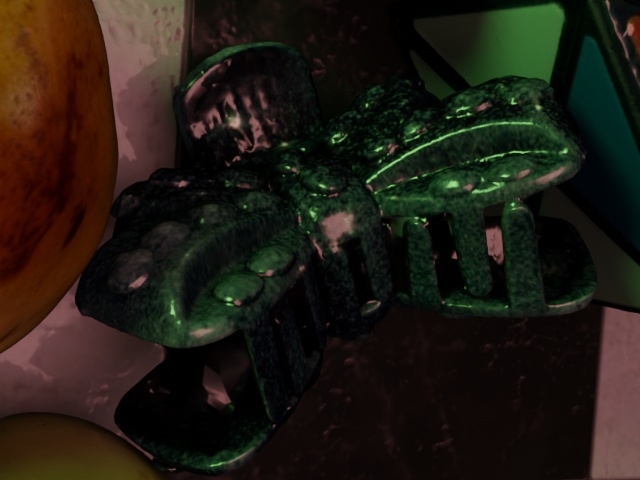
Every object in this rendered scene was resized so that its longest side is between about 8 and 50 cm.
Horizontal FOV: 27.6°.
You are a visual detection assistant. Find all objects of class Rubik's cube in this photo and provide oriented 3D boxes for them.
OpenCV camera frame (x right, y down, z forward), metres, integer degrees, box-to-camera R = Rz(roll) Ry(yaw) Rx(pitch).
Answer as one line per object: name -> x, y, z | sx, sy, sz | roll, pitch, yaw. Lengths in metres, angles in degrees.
Rubik's cube -> 0.236, -0.114, 0.872 | 0.248, 0.246, 0.250 | -33, 107, -19

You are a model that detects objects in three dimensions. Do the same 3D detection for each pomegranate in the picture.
pomegranate -> -0.249, -0.077, 0.646 | 0.319, 0.319, 0.319 | -2, 95, -24

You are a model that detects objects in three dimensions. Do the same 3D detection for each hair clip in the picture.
hair clip -> 0.000, -0.003, 0.773 | 0.310, 0.206, 0.194 | -22, 120, -18

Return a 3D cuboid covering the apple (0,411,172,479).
apple -> -0.155, 0.192, 0.746 | 0.200, 0.200, 0.200 | -2, 95, -24
